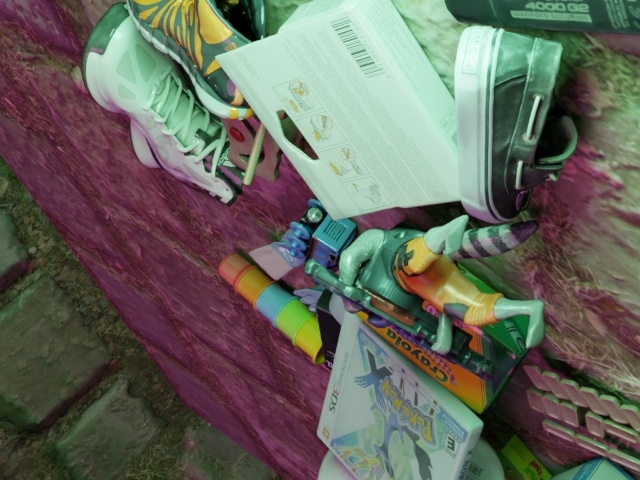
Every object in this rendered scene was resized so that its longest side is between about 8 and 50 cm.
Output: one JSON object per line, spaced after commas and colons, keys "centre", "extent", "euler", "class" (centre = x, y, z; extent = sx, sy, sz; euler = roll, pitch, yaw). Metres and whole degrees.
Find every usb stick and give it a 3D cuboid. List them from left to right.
{"centre": [0.219, -0.234, 1.017], "extent": [0.278, 0.045, 0.077], "euler": [19, 142, 51], "class": "usb stick"}

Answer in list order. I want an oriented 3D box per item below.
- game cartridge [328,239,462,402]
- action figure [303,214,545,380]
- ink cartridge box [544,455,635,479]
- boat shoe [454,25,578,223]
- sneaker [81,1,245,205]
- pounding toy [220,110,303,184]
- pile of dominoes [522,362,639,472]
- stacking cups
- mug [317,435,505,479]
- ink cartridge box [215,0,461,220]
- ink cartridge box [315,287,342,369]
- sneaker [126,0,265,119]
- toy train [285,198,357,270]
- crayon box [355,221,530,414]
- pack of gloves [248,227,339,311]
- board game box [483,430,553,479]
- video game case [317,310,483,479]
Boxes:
{"centre": [0.147, 0.150, 1.844], "extent": [0.297, 0.062, 0.198], "euler": [38, 137, 17], "class": "game cartridge"}
{"centre": [0.172, 0.062, 1.474], "extent": [0.341, 0.179, 0.330], "euler": [32, 165, -29], "class": "action figure"}
{"centre": [0.468, 0.518, 1.862], "extent": [0.223, 0.129, 0.307], "euler": [42, 151, 3], "class": "ink cartridge box"}
{"centre": [0.217, -0.104, 1.170], "extent": [0.119, 0.121, 0.335], "euler": [11, 161, 18], "class": "boat shoe"}
{"centre": [-0.215, -0.214, 1.803], "extent": [0.257, 0.169, 0.447], "euler": [27, 164, 19], "class": "sneaker"}
{"centre": [-0.122, -0.173, 1.645], "extent": [0.154, 0.155, 0.269], "euler": [37, 159, 9], "class": "pounding toy"}
{"centre": [0.437, 0.271, 1.657], "extent": [0.251, 0.040, 0.196], "euler": [21, 150, 32], "class": "pile of dominoes"}
{"centre": [-0.093, 0.134, 2.324], "extent": [0.316, 0.096, 0.096], "euler": [39, 160, 22], "class": "stacking cups"}
{"centre": [0.153, 0.433, 2.035], "extent": [0.374, 0.276, 0.328], "euler": [47, 149, -7], "class": "mug"}
{"centre": [0.043, -0.166, 1.376], "extent": [0.261, 0.066, 0.296], "euler": [-7, 128, 47], "class": "ink cartridge box"}
{"centre": [0.091, 0.221, 2.126], "extent": [0.175, 0.069, 0.371], "euler": [24, 157, 17], "class": "ink cartridge box"}
{"centre": [-0.160, -0.330, 1.495], "extent": [0.321, 0.124, 0.180], "euler": [48, 144, 28], "class": "sneaker"}
{"centre": [0.000, 0.000, 1.877], "extent": [0.105, 0.080, 0.184], "euler": [35, 159, 7], "class": "toy train"}
{"centre": [0.187, 0.120, 1.670], "extent": [0.278, 0.081, 0.165], "euler": [38, 140, 16], "class": "crayon box"}
{"centre": [-0.014, 0.053, 2.088], "extent": [0.195, 0.046, 0.232], "euler": [47, 150, -9], "class": "pack of gloves"}
{"centre": [0.389, 0.443, 2.052], "extent": [0.181, 0.043, 0.092], "euler": [49, 161, -11], "class": "board game box"}
{"centre": [0.121, 0.319, 1.819], "extent": [0.329, 0.036, 0.300], "euler": [42, 133, 39], "class": "video game case"}
